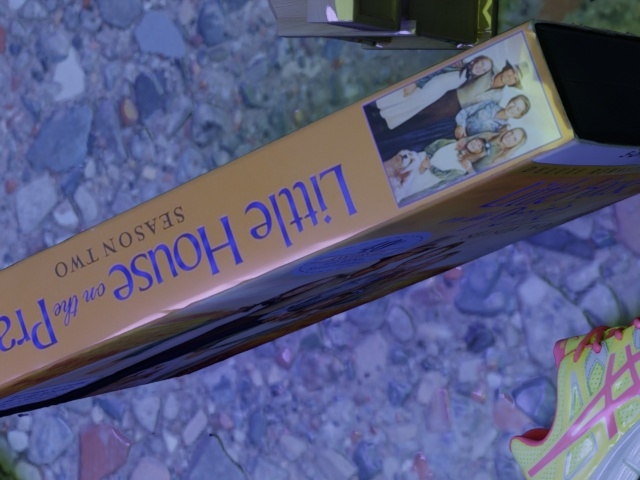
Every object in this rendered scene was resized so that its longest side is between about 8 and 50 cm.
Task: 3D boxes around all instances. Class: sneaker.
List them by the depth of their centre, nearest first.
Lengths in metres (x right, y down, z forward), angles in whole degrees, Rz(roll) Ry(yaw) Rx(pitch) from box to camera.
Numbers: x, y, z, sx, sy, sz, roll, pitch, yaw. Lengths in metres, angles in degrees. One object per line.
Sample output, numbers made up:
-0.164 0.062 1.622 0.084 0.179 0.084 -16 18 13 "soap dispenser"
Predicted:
0.176 0.072 0.931 0.094 0.081 0.208 42 110 25 "sneaker"

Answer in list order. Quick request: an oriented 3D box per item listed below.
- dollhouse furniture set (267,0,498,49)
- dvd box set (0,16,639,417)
0.022 -0.196 0.958 0.101 0.182 0.161 4 93 30 "dollhouse furniture set"
0.000 0.000 0.903 0.420 0.307 0.062 -23 82 27 "dvd box set"
